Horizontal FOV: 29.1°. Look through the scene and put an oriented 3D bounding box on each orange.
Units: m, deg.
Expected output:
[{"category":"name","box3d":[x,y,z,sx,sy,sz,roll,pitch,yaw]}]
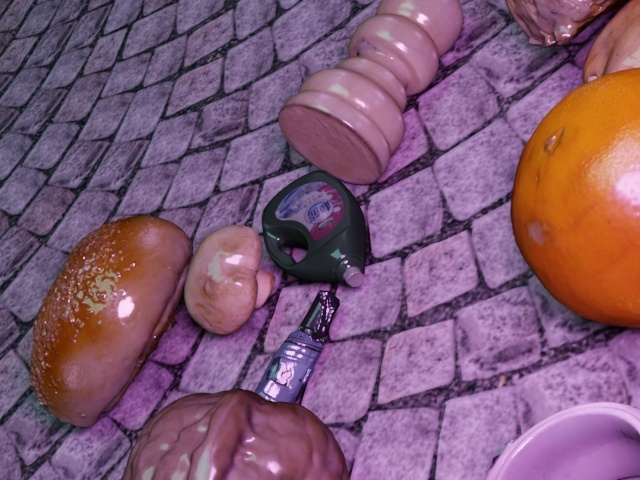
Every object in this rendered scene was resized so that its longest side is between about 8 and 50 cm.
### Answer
[{"category":"orange","box3d":[0.314,-0.043,1.219,0.261,0.261,0.261,-25,42,24]}]

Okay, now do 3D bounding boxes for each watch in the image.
[{"category":"watch","box3d":[0.248,0.245,1.063,0.248,0.211,0.217,-15,37,45]}]

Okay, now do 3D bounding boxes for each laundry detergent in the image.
[{"category":"laundry detergent","box3d":[0.000,0.000,1.610,0.137,0.063,0.211,-32,40,1]}]

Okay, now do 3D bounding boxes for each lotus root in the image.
[{"category":"lotus root","box3d":[0.409,-0.223,1.370,0.284,0.146,0.160,-39,48,5]}]

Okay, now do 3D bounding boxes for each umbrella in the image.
[{"category":"umbrella","box3d":[-0.046,0.172,1.505,0.250,0.052,0.053,-60,5,-18]}]

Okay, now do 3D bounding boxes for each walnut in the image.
[{"category":"walnut","box3d":[-0.092,0.273,1.310,0.248,0.248,0.248,-25,42,24]}]

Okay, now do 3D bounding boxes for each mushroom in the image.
[{"category":"mushroom","box3d":[-0.121,0.052,1.635,0.148,0.112,0.148,-61,11,21]}]

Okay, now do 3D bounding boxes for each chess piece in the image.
[{"category":"chess piece","box3d":[0.088,-0.234,1.692,0.167,0.167,0.300,9,55,47]}]

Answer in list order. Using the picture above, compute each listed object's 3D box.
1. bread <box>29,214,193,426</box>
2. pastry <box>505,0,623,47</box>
[{"category":"bread","box3d":[-0.285,0.095,1.669,0.314,0.171,0.192,-62,11,-15]},{"category":"pastry","box3d":[0.344,-0.356,1.465,0.329,0.136,0.329,-38,0,0]}]
